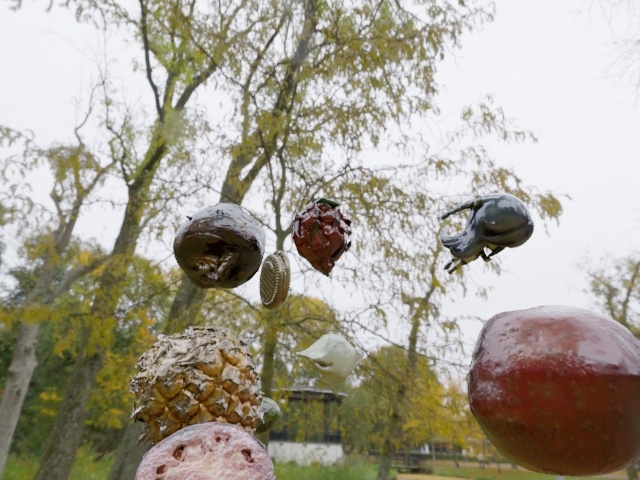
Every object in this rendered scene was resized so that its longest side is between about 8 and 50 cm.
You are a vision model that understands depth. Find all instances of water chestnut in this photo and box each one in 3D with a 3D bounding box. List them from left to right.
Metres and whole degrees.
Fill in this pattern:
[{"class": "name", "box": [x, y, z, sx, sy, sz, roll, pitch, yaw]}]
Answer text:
[{"class": "water chestnut", "box": [-0.367, 0.050, 1.450, 0.334, 0.347, 0.336, -2, -51, -3]}]

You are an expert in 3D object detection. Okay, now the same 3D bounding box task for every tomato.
[{"class": "tomato", "box": [-0.189, 0.409, 0.662, 0.224, 0.225, 0.085, 7, -67, -7]}]

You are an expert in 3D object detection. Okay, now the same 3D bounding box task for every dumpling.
[{"class": "dumpling", "box": [0.015, 0.300, 1.059, 0.181, 0.111, 0.155, 39, -26, -26]}]

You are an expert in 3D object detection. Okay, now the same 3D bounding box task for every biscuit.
[{"class": "biscuit", "box": [-0.199, 0.170, 1.742, 0.079, 0.260, 0.259, 5, -25, -28]}]

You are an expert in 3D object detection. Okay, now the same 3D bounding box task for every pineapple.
[{"class": "pineapple", "box": [-0.327, 0.397, 1.043, 0.351, 0.352, 0.301, -8, -69, 21]}]

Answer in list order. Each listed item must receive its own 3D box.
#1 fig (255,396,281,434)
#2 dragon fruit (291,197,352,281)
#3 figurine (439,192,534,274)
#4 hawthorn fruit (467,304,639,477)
[{"class": "fig", "box": [-0.217, 0.569, 1.348, 0.156, 0.123, 0.123, 45, -32, 4]}, {"class": "dragon fruit", "box": [0.000, 0.000, 1.420, 0.233, 0.294, 0.234, 1, -9, 0]}, {"class": "figurine", "box": [0.452, -0.021, 1.126, 0.264, 0.175, 0.197, -25, -51, 8]}, {"class": "hawthorn fruit", "box": [0.318, 0.189, 0.515, 0.249, 0.216, 0.215, -7, -28, 32]}]
